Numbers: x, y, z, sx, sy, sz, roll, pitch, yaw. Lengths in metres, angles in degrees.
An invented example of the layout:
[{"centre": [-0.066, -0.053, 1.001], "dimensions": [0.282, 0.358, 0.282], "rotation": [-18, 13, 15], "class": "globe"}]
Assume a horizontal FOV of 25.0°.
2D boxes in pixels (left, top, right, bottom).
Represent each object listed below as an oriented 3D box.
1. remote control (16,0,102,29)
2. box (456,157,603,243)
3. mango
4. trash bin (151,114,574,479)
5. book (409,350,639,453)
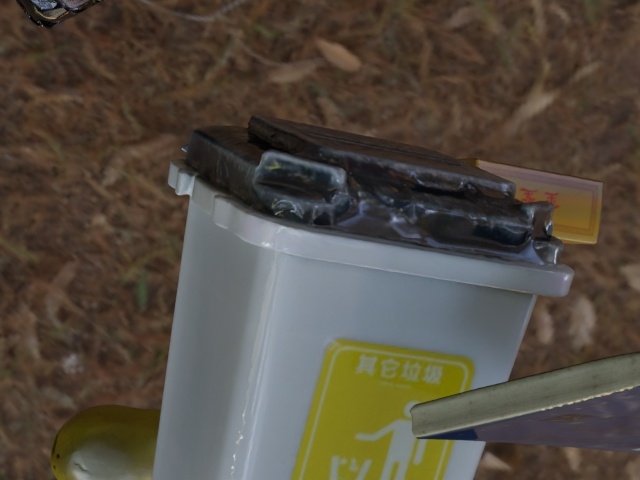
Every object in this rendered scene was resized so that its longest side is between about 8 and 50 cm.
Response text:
[{"centre": [-0.340, -0.369, 1.333], "dimensions": [0.399, 0.062, 0.144], "rotation": [53, 35, -6], "class": "remote control"}, {"centre": [0.169, -0.042, 1.655], "dimensions": [0.174, 0.274, 0.076], "rotation": [6, 87, -28], "class": "box"}, {"centre": [-0.203, 0.218, 1.495], "dimensions": [0.076, 0.161, 0.103], "rotation": [25, 55, -73], "class": "mango"}, {"centre": [-0.006, 0.104, 1.076], "dimensions": [0.256, 0.296, 0.367], "rotation": [9, 100, -24], "class": "trash bin"}, {"centre": [0.219, 0.109, 0.931], "dimensions": [0.269, 0.191, 0.025], "rotation": [10, 68, -39], "class": "book"}]
